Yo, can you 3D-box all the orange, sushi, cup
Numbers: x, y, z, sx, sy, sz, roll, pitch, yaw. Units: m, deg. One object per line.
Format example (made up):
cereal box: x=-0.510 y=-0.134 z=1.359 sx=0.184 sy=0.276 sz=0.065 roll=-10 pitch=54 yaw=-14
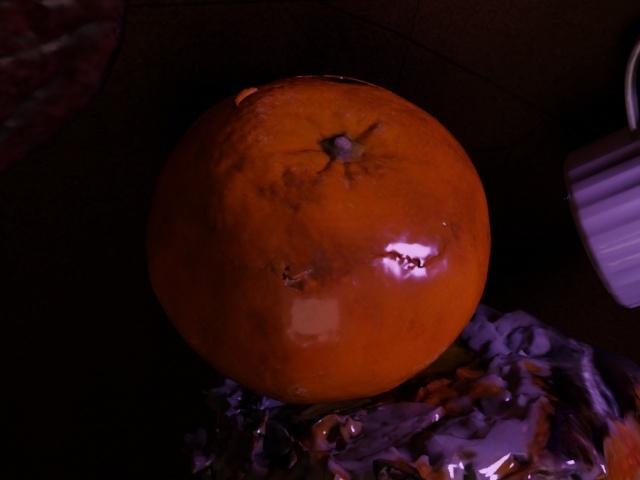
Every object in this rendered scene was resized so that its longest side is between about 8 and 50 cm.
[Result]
orange: x=0.000 y=0.000 z=1.442 sx=0.283 sy=0.284 sz=0.226 roll=3 pitch=139 yaw=-7
sushi: x=0.078 y=0.183 z=1.538 sx=0.417 sy=0.417 sz=0.176 roll=-6 pitch=111 yaw=1
cup: x=0.319 y=-0.066 z=1.517 sx=0.202 sy=0.221 sz=0.167 roll=-22 pitch=164 yaw=19

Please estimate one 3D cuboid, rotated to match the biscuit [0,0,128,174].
biscuit: x=-0.348 y=-0.207 z=1.349 sx=0.407 sy=0.091 sz=0.407 roll=-4 pitch=132 yaw=-5
